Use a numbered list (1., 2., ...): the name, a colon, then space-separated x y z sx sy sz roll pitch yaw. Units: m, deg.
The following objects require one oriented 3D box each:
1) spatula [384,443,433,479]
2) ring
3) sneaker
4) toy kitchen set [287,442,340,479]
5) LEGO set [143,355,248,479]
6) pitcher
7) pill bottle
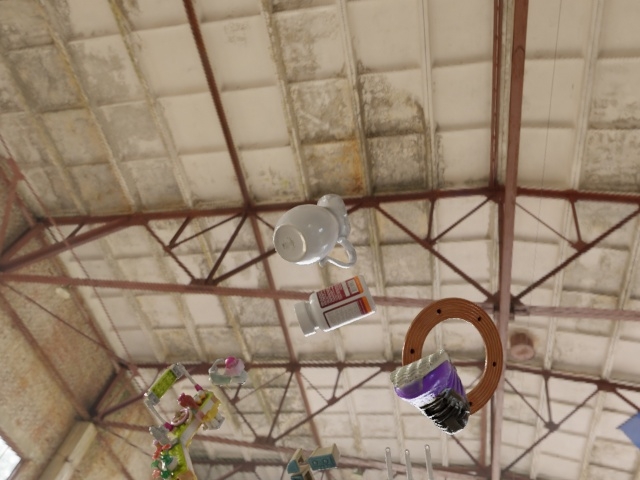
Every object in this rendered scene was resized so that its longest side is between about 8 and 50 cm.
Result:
1. spatula: 0.269 0.722 1.550 0.168 0.242 0.019 -10 -36 12
2. ring: 0.373 0.330 1.505 0.336 0.337 0.032 37 -16 -14
3. sneaker: 0.222 0.287 0.988 0.102 0.293 0.146 -28 -108 16
4. toy kitchen set: -0.001 0.730 1.572 0.166 0.122 0.207 -19 -81 24
5. LEGO set: -0.219 0.283 0.824 0.132 0.287 0.107 -24 -69 20
6. pitcher: 0.000 0.000 1.170 0.125 0.207 0.178 -30 -90 34
7. pill bottle: 0.042 0.193 1.552 0.221 0.121 0.121 -22 -58 3
